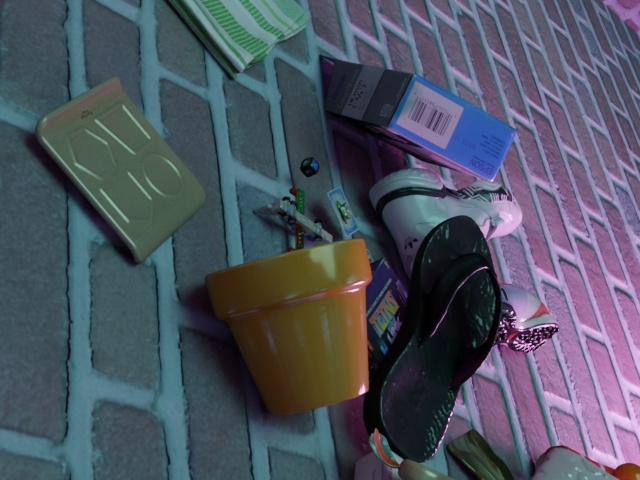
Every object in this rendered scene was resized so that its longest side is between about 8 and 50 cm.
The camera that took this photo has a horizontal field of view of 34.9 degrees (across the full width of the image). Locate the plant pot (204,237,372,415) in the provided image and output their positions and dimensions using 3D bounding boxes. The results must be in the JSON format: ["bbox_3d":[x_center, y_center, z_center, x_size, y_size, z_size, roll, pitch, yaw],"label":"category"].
[{"bbox_3d":[-0.023,0.112,1.270,0.205,0.205,0.187,-8,84,-56],"label":"plant pot"}]

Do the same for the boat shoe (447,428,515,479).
[{"bbox_3d":[0.254,0.355,1.554,0.153,0.048,0.056,51,20,-20],"label":"boat shoe"}]

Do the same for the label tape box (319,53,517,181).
[{"bbox_3d":[0.145,-0.219,1.797,0.241,0.105,0.334,23,2,-30],"label":"label tape box"}]

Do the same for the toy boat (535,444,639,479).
[{"bbox_3d":[0.473,0.415,1.683,0.231,0.151,0.151,30,40,-35],"label":"toy boat"}]

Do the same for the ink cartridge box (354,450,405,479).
[{"bbox_3d":[0.106,0.349,1.338,0.135,0.056,0.099,39,35,-24],"label":"ink cartridge box"}]

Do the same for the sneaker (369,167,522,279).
[{"bbox_3d":[0.245,0.004,1.776,0.366,0.137,0.210,9,56,-45],"label":"sneaker"}]

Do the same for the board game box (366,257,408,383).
[{"bbox_3d":[0.087,0.126,1.503,0.141,0.048,0.170,58,33,-13],"label":"board game box"}]

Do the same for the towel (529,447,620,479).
[{"bbox_3d":[0.415,0.463,1.453,0.317,0.053,0.332,25,35,21],"label":"towel"}]

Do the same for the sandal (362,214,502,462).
[{"bbox_3d":[0.197,0.132,1.484,0.167,0.107,0.445,45,46,-22],"label":"sandal"}]

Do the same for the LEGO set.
[{"bbox_3d":[0.000,0.000,1.543,0.182,0.060,0.244,-31,99,-59],"label":"LEGO set"}]

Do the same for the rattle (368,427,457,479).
[{"bbox_3d":[0.125,0.341,1.286,0.200,0.142,0.130,25,7,-16],"label":"rattle"}]

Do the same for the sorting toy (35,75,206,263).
[{"bbox_3d":[-0.250,-0.091,1.287,0.208,0.038,0.193,55,31,-10],"label":"sorting toy"}]

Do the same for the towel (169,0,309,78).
[{"bbox_3d":[-0.151,-0.418,1.713,0.248,0.038,0.325,49,32,-9],"label":"towel"}]

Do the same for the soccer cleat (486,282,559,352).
[{"bbox_3d":[0.302,0.123,1.781,0.318,0.108,0.116,13,39,-50],"label":"soccer cleat"}]
